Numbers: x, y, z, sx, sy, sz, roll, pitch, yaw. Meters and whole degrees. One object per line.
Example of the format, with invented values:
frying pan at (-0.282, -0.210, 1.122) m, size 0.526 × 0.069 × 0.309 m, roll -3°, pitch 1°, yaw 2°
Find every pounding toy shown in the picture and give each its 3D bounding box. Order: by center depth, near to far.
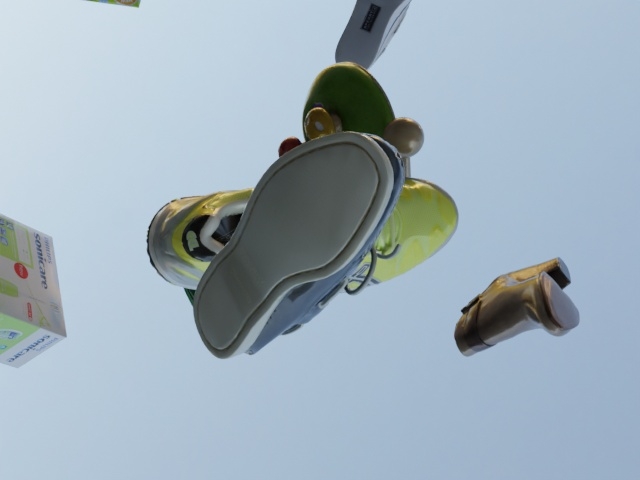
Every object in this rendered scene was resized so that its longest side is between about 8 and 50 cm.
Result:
pounding toy at (0.023, -0.126, 1.447) m, size 0.237 × 0.110 × 0.183 m, roll 43°, pitch -40°, yaw 38°

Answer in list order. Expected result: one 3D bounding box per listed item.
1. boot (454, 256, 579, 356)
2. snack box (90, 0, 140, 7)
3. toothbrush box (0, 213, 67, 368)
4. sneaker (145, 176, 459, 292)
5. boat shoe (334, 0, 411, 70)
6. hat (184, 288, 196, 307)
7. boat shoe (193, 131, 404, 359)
boot at (0.131, 0.054, 0.747) m, size 0.087 × 0.042 × 0.118 m, roll -34°, pitch -174°, yaw 22°
snack box at (-0.338, -0.455, 1.574) m, size 0.070 × 0.175 × 0.207 m, roll -91°, pitch -171°, yaw -55°
toothbrush box at (-0.553, 0.056, 1.711) m, size 0.122 × 0.283 × 0.206 m, roll -31°, pitch -125°, yaw 20°
sneaker at (0.000, 0.000, 1.263) m, size 0.147 × 0.385 × 0.145 m, roll 180°, pitch -98°, yaw -67°
boat shoe at (0.098, -0.392, 1.827) m, size 0.258 × 0.095 × 0.084 m, roll -58°, pitch 177°, yaw 2°
hat at (-0.088, 0.017, 1.482) m, size 0.184 × 0.173 × 0.208 m, roll -19°, pitch -106°, yaw 11°
boat shoe at (-0.008, 0.007, 0.799) m, size 0.095 × 0.079 × 0.254 m, roll 57°, pitch -45°, yaw 22°
